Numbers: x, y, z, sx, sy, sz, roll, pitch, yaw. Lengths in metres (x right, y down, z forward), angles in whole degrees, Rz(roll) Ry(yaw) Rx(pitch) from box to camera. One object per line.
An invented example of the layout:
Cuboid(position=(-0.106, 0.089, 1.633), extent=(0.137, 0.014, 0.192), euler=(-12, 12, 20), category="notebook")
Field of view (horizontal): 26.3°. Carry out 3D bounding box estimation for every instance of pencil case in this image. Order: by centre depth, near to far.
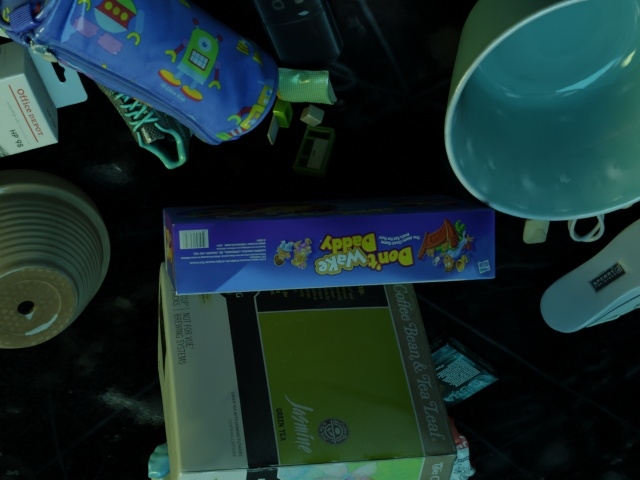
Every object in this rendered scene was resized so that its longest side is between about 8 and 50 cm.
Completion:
Cuboid(position=(-0.181, -0.197, 1.366), extent=(0.119, 0.133, 0.306), euler=(-4, 157, 44), category="pencil case")

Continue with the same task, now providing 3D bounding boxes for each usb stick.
Cuboid(position=(-0.045, -0.282, 1.390), extent=(0.077, 0.045, 0.278), euler=(-11, 138, 12), category="usb stick")

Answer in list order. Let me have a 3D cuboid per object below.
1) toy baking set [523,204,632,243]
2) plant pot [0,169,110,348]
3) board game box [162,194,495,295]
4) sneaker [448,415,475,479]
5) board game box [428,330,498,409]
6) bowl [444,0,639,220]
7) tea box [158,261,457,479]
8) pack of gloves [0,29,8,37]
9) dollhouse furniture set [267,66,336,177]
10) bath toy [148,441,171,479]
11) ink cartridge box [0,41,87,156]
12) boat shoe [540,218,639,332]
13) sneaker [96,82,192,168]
Cuboid(position=(0.350, -0.076, 1.697), extent=(0.256, 0.030, 0.197), euler=(-26, 135, 15), category="toy baking set")
Cuboid(position=(-0.350, 0.044, 1.581), extent=(0.237, 0.110, 0.237), euler=(-14, 130, -17), category="plant pot")
Cuboid(position=(0.000, 0.000, 1.562), extent=(0.347, 0.233, 0.078), euler=(-3, 96, -8), category="board game box")
Cuboid(position=(0.116, 0.280, 1.948), extent=(0.145, 0.090, 0.270), euler=(-37, 123, 4), category="sneaker")
Cuboid(position=(0.143, 0.210, 1.957), extent=(0.186, 0.026, 0.126), euler=(-35, 132, 23), category="board game box")
Cuboid(position=(0.269, -0.187, 1.468), extent=(0.311, 0.163, 0.311), euler=(-6, 137, -6), category="bowl")
Cuboid(position=(-0.030, 0.205, 1.694), extent=(0.323, 0.329, 0.220), euler=(-2, 136, -9), category="tea box")
Cuboid(position=(-0.343, -0.297, 1.326), extent=(0.232, 0.046, 0.195), euler=(8, 130, -29), category="pack of gloves")
Cuboid(position=(-0.022, -0.131, 1.511), extent=(0.076, 0.058, 0.151), euler=(11, 158, 15), category="dollhouse furniture set")
Cuboid(position=(-0.063, 0.336, 1.874), extent=(0.348, 0.151, 0.129), euler=(0, 131, 29), category="bath toy")
Cuboid(position=(-0.347, -0.146, 1.457), extent=(0.180, 0.060, 0.104), euler=(-15, 136, 3), category="ink cartridge box")
Cuboid(position=(0.416, 0.041, 1.794), extent=(0.267, 0.096, 0.088), euler=(-38, 160, 21), category="boat shoe")
Cuboid(position=(-0.188, -0.141, 1.484), extent=(0.065, 0.076, 0.166), euler=(-29, 134, 17), category="sneaker")
